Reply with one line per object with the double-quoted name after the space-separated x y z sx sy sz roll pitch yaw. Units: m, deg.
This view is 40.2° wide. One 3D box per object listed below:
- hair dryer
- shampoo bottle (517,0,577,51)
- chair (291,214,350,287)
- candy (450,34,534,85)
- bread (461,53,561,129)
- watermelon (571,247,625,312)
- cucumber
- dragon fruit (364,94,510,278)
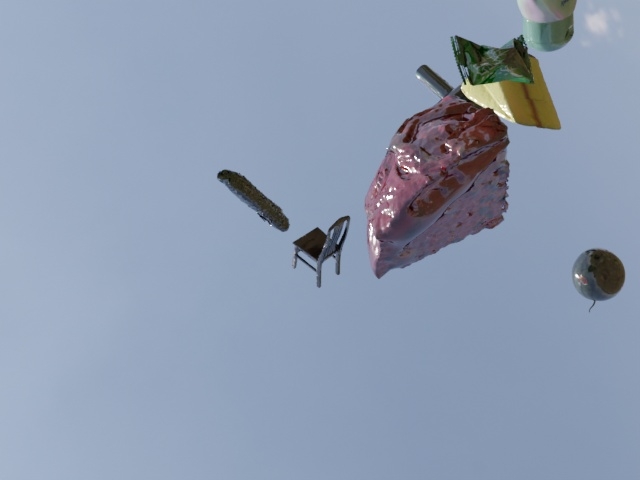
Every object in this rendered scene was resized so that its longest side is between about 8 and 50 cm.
0.432 -0.509 2.787 0.302 0.244 0.116 52 -177 39 "hair dryer"
0.636 -0.693 2.446 0.222 0.151 0.349 -43 -41 -31 "shampoo bottle"
0.000 0.000 2.065 0.101 0.212 0.084 37 -128 26 "chair"
0.409 -0.420 2.072 0.203 0.078 0.141 -3 -129 -20 "candy"
0.497 -0.354 2.304 0.167 0.163 0.264 5 -124 -22 "bread"
0.557 0.081 1.757 0.105 0.105 0.133 -6 -74 -51 "watermelon"
-0.130 -0.081 1.730 0.043 0.044 0.256 33 175 34 "cucumber"
0.216 -0.114 1.362 0.240 0.330 0.302 11 -111 -12 "dragon fruit"
